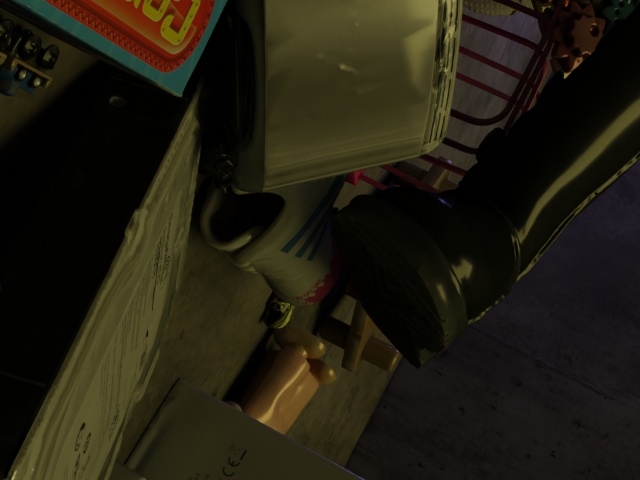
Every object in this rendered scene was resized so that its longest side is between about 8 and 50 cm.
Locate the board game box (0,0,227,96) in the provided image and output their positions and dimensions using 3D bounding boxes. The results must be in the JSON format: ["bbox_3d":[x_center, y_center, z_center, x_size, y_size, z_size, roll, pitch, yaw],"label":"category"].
[{"bbox_3d":[-0.077,-0.239,0.482,0.302,0.086,0.308,-64,167,2],"label":"board game box"}]

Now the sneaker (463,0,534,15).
[{"bbox_3d":[0.277,-0.414,1.441,0.366,0.210,0.137,-16,157,-22],"label":"sneaker"}]

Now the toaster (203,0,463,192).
[{"bbox_3d":[0.002,-0.126,0.736,0.129,0.146,0.227,-116,-158,-49],"label":"toaster"}]

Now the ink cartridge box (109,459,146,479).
[{"bbox_3d":[-0.234,0.266,0.863,0.212,0.093,0.154,-68,166,13],"label":"ink cartridge box"}]

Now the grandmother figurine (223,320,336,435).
[{"bbox_3d":[-0.106,0.270,1.398,0.342,0.104,0.208,-53,137,-28],"label":"grandmother figurine"}]

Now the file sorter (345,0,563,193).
[{"bbox_3d":[0.146,-0.169,1.297,0.202,0.182,0.291,-60,167,-16],"label":"file sorter"}]

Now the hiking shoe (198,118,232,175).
[{"bbox_3d":[-0.019,-0.187,0.844,0.304,0.113,0.132,-53,131,-1],"label":"hiking shoe"}]

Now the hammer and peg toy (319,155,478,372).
[{"bbox_3d":[0.136,-0.001,1.729,0.361,0.127,0.266,-52,161,-41],"label":"hammer and peg toy"}]

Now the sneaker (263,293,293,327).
[{"bbox_3d":[-0.042,0.071,1.374,0.035,0.031,0.083,-17,130,-67],"label":"sneaker"}]

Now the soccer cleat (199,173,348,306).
[{"bbox_3d":[-0.051,-0.019,1.039,0.143,0.116,0.331,-34,158,-21],"label":"soccer cleat"}]

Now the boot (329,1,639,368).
[{"bbox_3d":[0.223,-0.088,1.044,0.445,0.146,0.367,-39,172,-6],"label":"boot"}]

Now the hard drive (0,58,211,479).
[{"bbox_3d":[-0.147,0.071,0.685,0.339,0.064,0.237,-74,179,-46],"label":"hard drive"}]

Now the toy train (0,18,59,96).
[{"bbox_3d":[-0.167,-0.095,0.547,0.036,0.027,0.158,-60,167,3],"label":"toy train"}]

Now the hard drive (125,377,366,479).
[{"bbox_3d":[-0.056,0.300,1.123,0.210,0.318,0.040,-59,167,-19],"label":"hard drive"}]

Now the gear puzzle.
[{"bbox_3d":[0.293,-0.364,1.307,0.175,0.339,0.044,-22,-172,-25],"label":"gear puzzle"}]

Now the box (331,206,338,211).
[{"bbox_3d":[0.000,0.000,1.377,0.067,0.018,0.083,-2,101,-76],"label":"box"}]
